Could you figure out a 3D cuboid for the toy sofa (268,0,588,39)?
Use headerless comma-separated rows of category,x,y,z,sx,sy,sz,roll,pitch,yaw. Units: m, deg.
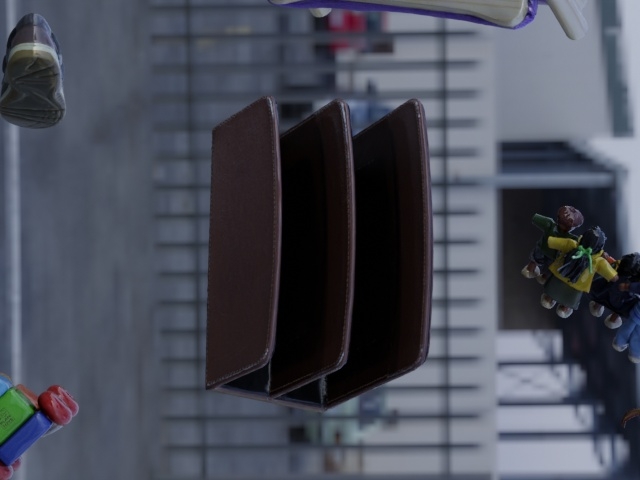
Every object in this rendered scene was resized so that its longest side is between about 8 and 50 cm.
toy sofa,0.125,-0.306,2.179,0.150,0.362,0.177,45,58,-56

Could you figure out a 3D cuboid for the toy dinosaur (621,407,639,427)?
toy dinosaur,0.357,0.161,1.863,0.090,0.082,0.047,-33,-132,55

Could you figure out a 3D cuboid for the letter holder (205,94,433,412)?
letter holder,0.000,0.000,1.961,0.214,0.152,0.302,-28,-125,50

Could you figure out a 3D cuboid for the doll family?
doll family,0.291,0.039,1.915,0.076,0.193,0.111,-53,171,-54

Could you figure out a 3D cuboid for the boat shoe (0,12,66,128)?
boat shoe,-0.336,-0.198,2.222,0.223,0.080,0.073,117,-22,-70

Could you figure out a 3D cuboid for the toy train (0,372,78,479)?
toy train,-0.345,0.166,2.039,0.143,0.105,0.248,47,-2,-2
